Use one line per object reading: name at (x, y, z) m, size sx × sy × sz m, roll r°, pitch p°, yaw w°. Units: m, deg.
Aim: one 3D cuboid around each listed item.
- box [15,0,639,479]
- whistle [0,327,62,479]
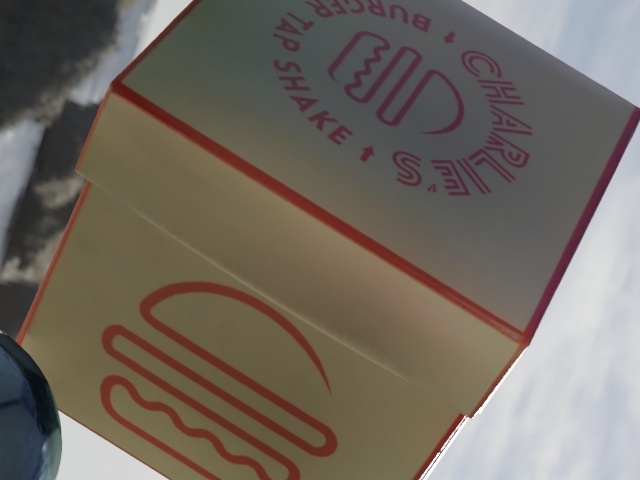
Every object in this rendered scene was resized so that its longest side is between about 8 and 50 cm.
box at (0.000, 0.000, 1.252) m, size 0.300 × 0.312 × 0.314 m, roll -60°, pitch 177°, yaw 40°
whistle at (-0.229, 0.078, 0.916) m, size 0.163 × 0.289 × 0.163 m, roll -27°, pitch -169°, yaw 6°
